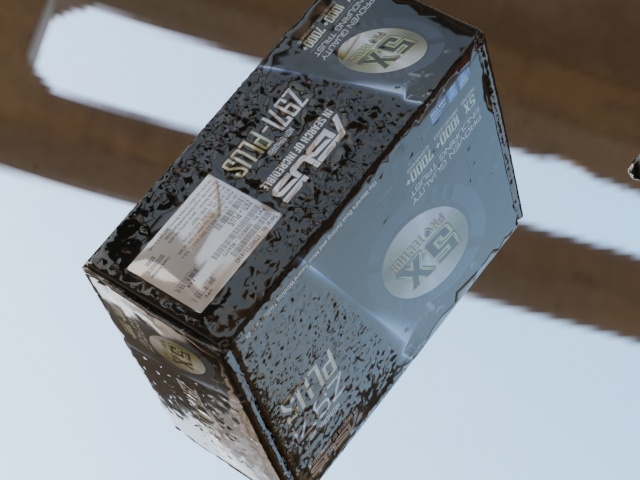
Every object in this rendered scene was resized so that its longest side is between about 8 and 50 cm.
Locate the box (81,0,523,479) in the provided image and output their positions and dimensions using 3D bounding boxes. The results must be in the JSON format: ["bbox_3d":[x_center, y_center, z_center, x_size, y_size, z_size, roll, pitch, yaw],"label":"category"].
[{"bbox_3d":[0.000,0.000,0.854,0.077,0.180,0.147,29,-22,27],"label":"box"}]

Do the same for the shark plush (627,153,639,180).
[{"bbox_3d":[0.247,-0.058,1.139,0.067,0.161,0.073,39,-10,23],"label":"shark plush"}]
